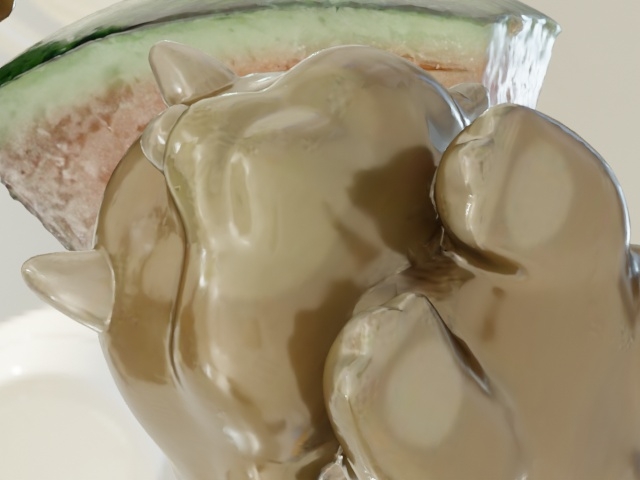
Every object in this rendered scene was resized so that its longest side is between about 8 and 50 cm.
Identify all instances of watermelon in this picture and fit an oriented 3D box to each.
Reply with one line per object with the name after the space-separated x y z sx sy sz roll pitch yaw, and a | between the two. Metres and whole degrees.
0.005 -0.037 1.017 0.292 0.283 0.250 67 -150 -27 | watermelon

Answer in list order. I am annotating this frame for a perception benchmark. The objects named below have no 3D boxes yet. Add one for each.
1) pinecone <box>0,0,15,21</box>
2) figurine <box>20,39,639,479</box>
-0.359 -0.198 0.956 0.384 0.384 0.384 -2 -90 -80 | pinecone
0.024 0.032 0.640 0.247 0.173 0.177 19 -96 -44 | figurine
